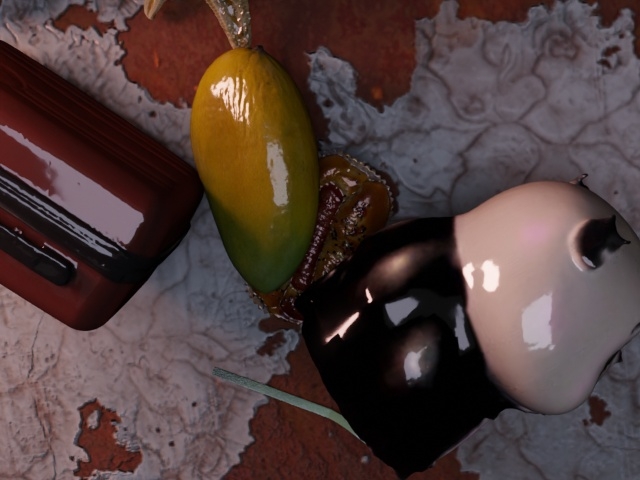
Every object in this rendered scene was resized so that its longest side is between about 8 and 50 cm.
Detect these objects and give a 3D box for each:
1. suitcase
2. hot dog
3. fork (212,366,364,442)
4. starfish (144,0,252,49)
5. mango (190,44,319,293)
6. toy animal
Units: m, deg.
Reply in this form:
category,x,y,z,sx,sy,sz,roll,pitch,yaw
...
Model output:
category,x,y,z,sx,sy,sz,roll,pitch,yaw
suitcase,-0.274,-0.060,1.203,0.297,0.236,0.161,34,103,-2
hot dog,0.000,0.000,1.284,0.108,0.059,0.191,30,105,3
fork,-0.008,0.184,1.339,0.235,0.021,0.039,19,100,1
starfish,-0.088,-0.309,1.232,0.138,0.050,0.247,22,106,-1
mango,-0.058,-0.073,1.227,0.137,0.091,0.238,-24,82,45
toy animal,0.160,0.068,1.183,0.310,0.251,0.251,-32,97,12
